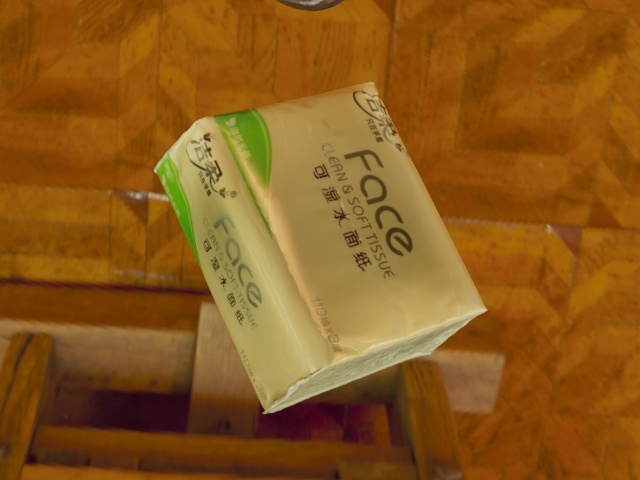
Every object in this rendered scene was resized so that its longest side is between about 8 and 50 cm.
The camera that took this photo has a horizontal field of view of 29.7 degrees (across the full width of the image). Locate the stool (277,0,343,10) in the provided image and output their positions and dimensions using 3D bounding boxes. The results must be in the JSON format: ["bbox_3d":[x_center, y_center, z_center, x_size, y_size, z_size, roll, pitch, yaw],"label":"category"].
[{"bbox_3d":[-0.006,-0.313,1.054,0.228,0.139,0.153,54,138,-4],"label":"stool"}]

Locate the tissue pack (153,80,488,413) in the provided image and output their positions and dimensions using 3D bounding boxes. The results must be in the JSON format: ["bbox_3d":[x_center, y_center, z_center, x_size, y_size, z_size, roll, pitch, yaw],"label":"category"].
[{"bbox_3d":[0.000,0.000,1.751,0.332,0.205,0.405,-16,74,-34],"label":"tissue pack"}]
